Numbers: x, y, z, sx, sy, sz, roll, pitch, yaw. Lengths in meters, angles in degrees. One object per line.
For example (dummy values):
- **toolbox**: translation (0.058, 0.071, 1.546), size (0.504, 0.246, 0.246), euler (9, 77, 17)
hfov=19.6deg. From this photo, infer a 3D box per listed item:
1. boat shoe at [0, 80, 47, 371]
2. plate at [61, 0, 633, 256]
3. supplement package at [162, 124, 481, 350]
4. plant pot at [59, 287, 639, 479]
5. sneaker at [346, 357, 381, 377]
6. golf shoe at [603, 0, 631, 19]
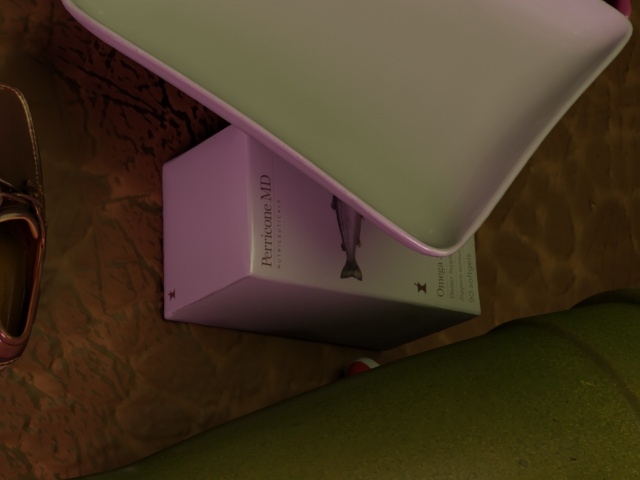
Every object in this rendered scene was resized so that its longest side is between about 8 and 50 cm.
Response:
- **boat shoe**: translation (-0.183, -0.012, 1.073), size (0.064, 0.060, 0.178), euler (11, 68, -34)
- **plate**: translation (0.022, -0.129, 1.147), size (0.277, 0.045, 0.278), euler (34, 48, 9)
- **supplement package**: translation (0.000, 0.000, 1.178), size (0.179, 0.105, 0.105), euler (10, 69, -34)
- **plant pot**: translation (0.034, 0.222, 0.993), size (0.352, 0.366, 0.367), euler (-5, 78, -22)
- **sneaker**: translation (0.025, 0.137, 1.192), size (0.067, 0.042, 0.118), euler (-11, 84, -42)
- **golf shoe**: translation (0.090, -0.132, 1.266), size (0.306, 0.140, 0.115), euler (-26, 94, -41)
